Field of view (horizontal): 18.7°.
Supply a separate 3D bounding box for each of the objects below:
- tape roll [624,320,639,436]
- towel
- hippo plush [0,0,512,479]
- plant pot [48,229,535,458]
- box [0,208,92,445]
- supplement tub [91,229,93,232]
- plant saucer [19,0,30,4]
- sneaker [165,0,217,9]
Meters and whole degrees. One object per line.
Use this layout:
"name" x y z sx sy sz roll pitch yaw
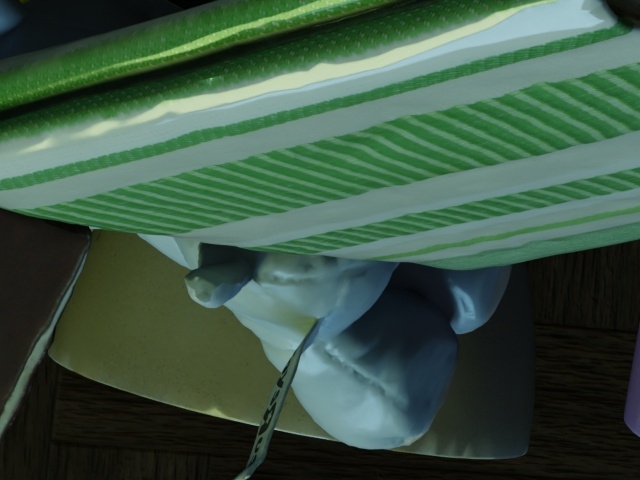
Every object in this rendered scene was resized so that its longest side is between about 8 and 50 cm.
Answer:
"tape roll" 0.284 0.066 0.905 0.274 0.090 0.275 10 -175 -1
"towel" 0.057 -0.033 0.605 0.248 0.038 0.325 -13 169 34
"hippo plush" -0.052 -0.024 0.921 0.236 0.234 0.294 19 -131 26
"plant pot" 0.000 0.000 1.128 0.284 0.191 0.284 12 -178 0
"box" -0.291 -0.044 0.684 0.381 0.143 0.191 19 -163 -30
"supplement tub" -0.153 -0.064 1.286 0.144 0.200 0.144 6 -179 0
"plant saucer" -0.113 -0.137 1.107 0.188 0.045 0.188 6 -179 -18
"sneaker" 0.025 -0.094 0.565 0.235 0.094 0.153 16 -172 -4
